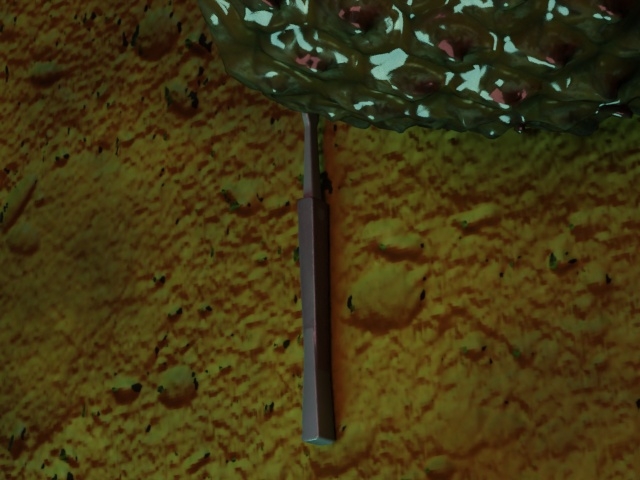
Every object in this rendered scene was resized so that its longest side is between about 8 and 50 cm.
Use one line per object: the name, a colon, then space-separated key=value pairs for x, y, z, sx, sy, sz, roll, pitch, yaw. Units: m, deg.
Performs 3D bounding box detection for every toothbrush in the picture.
toothbrush: x=-0.002 y=0.001 z=0.881 sx=0.017 sy=0.014 sz=0.194 roll=-11 pitch=70 yaw=36

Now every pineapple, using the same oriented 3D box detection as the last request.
pineapple: x=0.129 y=-0.119 z=0.715 sx=0.362 sy=0.202 sz=0.202 roll=13 pitch=85 yaw=27
